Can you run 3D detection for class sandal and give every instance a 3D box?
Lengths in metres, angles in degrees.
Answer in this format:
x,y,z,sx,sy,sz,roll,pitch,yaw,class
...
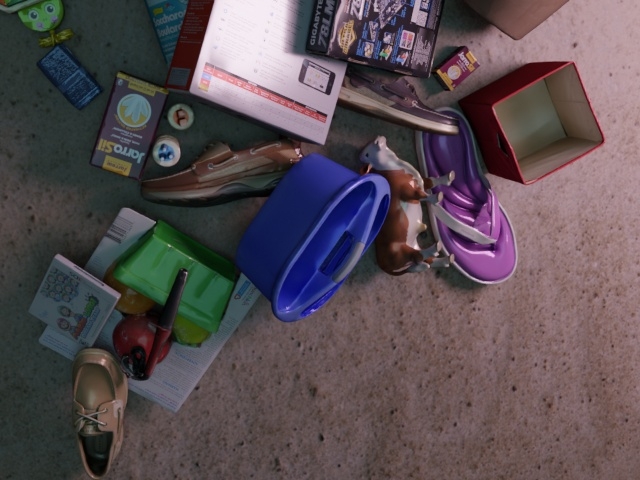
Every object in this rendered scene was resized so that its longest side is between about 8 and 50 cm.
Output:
x,y,z,sx,sy,sz,roll,pitch,yaw,class
0.308,-0.080,1.663,0.169,0.102,0.416,-27,104,-4,sandal

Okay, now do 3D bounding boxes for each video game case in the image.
x,y,z,sx,sy,sz,roll,pitch,yaw,class
-0.474,0.121,1.501,0.143,0.019,0.157,33,120,-3,video game case

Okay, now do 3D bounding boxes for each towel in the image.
x,y,z,sx,sy,sz,roll,pitch,yaw,class
-0.480,-0.313,1.498,0.067,0.029,0.119,-38,115,2,towel

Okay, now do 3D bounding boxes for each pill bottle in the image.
x,y,z,sx,sy,sz,roll,pitch,yaw,class
-0.249,-0.436,1.459,0.146,0.146,0.264,-20,105,-6,pill bottle

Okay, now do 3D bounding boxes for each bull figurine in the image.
x,y,z,sx,sy,sz,roll,pitch,yaw,class
0.176,-0.070,1.624,0.101,0.188,0.310,-32,124,-49,bull figurine

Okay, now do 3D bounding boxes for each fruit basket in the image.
x,y,z,sx,sy,sz,roll,pitch,yaw,class
-0.342,0.146,1.591,0.327,0.165,0.353,31,111,-15,fruit basket

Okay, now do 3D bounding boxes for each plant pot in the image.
x,y,z,sx,sy,sz,roll,pitch,yaw,class
0.404,-0.524,1.526,0.263,0.263,0.229,31,112,-15,plant pot

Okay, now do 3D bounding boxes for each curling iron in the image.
x,y,z,sx,sy,sz,roll,pitch,yaw,class
-0.312,0.165,1.490,0.068,0.035,0.274,25,116,-12,curling iron

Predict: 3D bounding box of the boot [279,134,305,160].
x,y,z,sx,sy,sz,roll,pitch,yaw,class
-0.037,-0.198,1.611,0.106,0.037,0.114,1,98,-13,boot

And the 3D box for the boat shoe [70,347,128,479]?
x,y,z,sx,sy,sz,roll,pitch,yaw,class
-0.450,0.353,1.578,0.109,0.098,0.302,4,121,-5,boat shoe

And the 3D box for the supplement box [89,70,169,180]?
x,y,z,sx,sy,sz,roll,pitch,yaw,class
-0.369,-0.223,1.517,0.104,0.081,0.188,18,99,-14,supplement box

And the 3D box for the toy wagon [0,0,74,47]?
x,y,z,sx,sy,sz,roll,pitch,yaw,class
-0.550,-0.524,1.423,0.267,0.068,0.344,-22,105,-5,toy wagon

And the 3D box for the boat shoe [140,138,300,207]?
x,y,z,sx,sy,sz,roll,pitch,yaw,class
-0.197,-0.137,1.560,0.324,0.123,0.116,-8,85,-5,boat shoe

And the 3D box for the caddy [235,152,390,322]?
x,y,z,sx,sy,sz,roll,pitch,yaw,class
0.000,0.000,1.527,0.179,0.241,0.341,38,95,27,caddy

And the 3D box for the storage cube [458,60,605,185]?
x,y,z,sx,sy,sz,roll,pitch,yaw,class
0.429,-0.245,1.604,0.215,0.193,0.184,-29,106,-4,storage cube

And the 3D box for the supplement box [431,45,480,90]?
x,y,z,sx,sy,sz,roll,pitch,yaw,class
0.281,-0.358,1.628,0.083,0.043,0.055,-42,105,0,supplement box

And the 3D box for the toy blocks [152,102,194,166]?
x,y,z,sx,sy,sz,roll,pitch,yaw,class
-0.282,-0.204,1.503,0.054,0.148,0.123,24,98,-15,toy blocks

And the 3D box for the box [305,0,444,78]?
x,y,z,sx,sy,sz,roll,pitch,yaw,class
0.123,-0.476,1.487,0.293,0.073,0.295,0,106,-43,box

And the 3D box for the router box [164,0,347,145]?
x,y,z,sx,sy,sz,roll,pitch,yaw,class
-0.090,-0.365,1.437,0.335,0.082,0.301,16,91,-44,router box

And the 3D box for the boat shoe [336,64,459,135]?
x,y,z,sx,sy,sz,roll,pitch,yaw,class
0.149,-0.285,1.572,0.285,0.103,0.092,18,93,6,boat shoe
